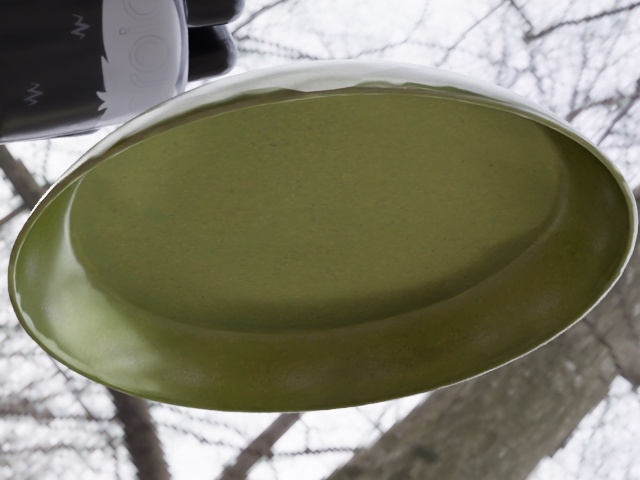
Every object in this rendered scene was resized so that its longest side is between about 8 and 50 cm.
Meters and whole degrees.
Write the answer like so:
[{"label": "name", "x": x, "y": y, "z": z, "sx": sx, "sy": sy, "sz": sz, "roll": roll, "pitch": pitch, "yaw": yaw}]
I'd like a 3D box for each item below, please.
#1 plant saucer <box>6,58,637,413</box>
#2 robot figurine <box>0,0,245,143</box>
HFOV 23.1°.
[{"label": "plant saucer", "x": 0.000, "y": 0.000, "z": 0.610, "sx": 0.241, "sy": 0.241, "sz": 0.037, "roll": -48, "pitch": -139, "yaw": 47}, {"label": "robot figurine", "x": -0.201, "y": -0.165, "z": 1.157, "sx": 0.173, "sy": 0.278, "sz": 0.209, "roll": -147, "pitch": -131, "yaw": -66}]
